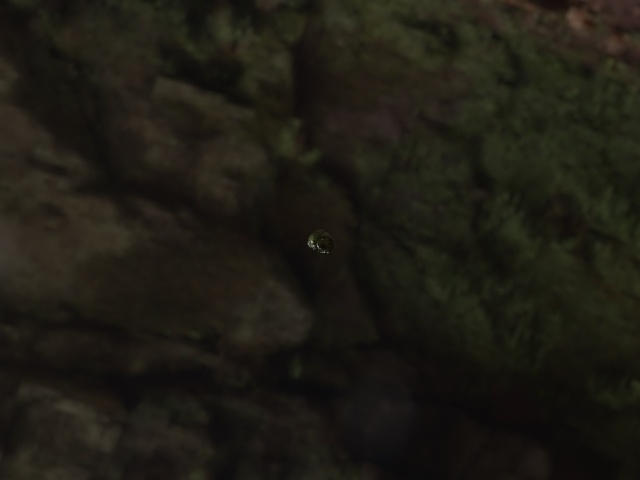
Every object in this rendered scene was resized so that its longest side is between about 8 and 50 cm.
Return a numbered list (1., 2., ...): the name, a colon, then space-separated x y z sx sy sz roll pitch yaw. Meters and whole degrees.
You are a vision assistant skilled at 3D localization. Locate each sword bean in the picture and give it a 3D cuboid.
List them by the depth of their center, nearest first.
1. sword bean: 0.000 0.000 0.922 0.012 0.012 0.083 18 180 -2
